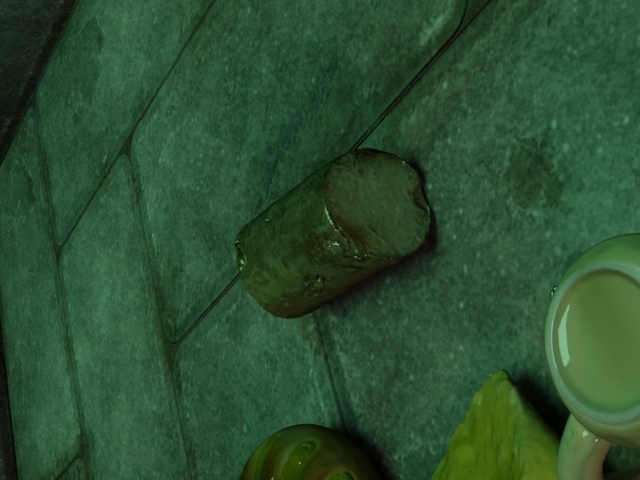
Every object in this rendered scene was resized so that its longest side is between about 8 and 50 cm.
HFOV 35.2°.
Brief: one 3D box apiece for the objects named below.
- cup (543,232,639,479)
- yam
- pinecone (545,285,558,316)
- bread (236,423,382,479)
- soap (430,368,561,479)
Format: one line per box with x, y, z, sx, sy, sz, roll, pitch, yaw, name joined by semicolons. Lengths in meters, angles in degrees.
0.285;0.106;0.860;0.255;0.202;0.173;-53;46;41;cup
0.000;0.000;1.355;0.304;0.168;0.168;-33;60;49;yam
0.271;0.078;0.971;0.102;0.109;0.102;-24;51;34;pinecone
-0.029;0.416;1.361;0.333;0.160;0.332;-4;86;56;bread
0.216;0.361;1.028;0.427;0.115;0.306;55;128;44;soap
